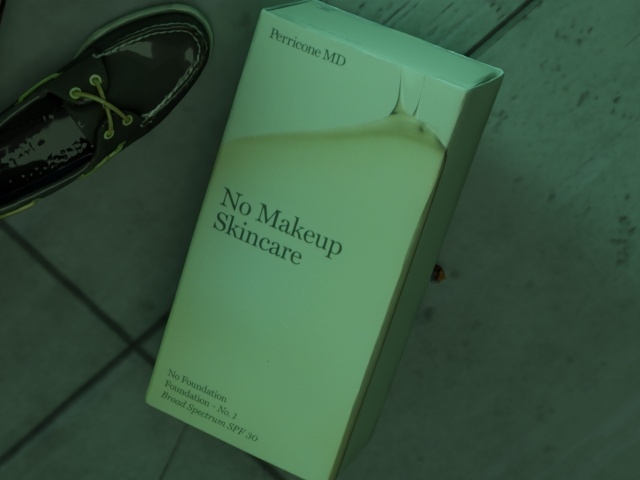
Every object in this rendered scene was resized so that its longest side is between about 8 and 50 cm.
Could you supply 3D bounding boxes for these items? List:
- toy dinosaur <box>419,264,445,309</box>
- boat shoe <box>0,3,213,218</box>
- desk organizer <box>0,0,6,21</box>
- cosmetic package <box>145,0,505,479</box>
[{"bbox_3d":[0.053,0.030,1.089,0.082,0.047,0.090,-35,103,-12],"label":"toy dinosaur"},{"bbox_3d":[-0.172,-0.086,0.993,0.227,0.069,0.081,-34,113,7],"label":"boat shoe"},{"bbox_3d":[-0.251,-0.143,0.969,0.047,0.050,0.130,15,109,-13],"label":"desk organizer"},{"bbox_3d":[0.000,0.000,1.000,0.160,0.113,0.309,22,110,14],"label":"cosmetic package"}]
